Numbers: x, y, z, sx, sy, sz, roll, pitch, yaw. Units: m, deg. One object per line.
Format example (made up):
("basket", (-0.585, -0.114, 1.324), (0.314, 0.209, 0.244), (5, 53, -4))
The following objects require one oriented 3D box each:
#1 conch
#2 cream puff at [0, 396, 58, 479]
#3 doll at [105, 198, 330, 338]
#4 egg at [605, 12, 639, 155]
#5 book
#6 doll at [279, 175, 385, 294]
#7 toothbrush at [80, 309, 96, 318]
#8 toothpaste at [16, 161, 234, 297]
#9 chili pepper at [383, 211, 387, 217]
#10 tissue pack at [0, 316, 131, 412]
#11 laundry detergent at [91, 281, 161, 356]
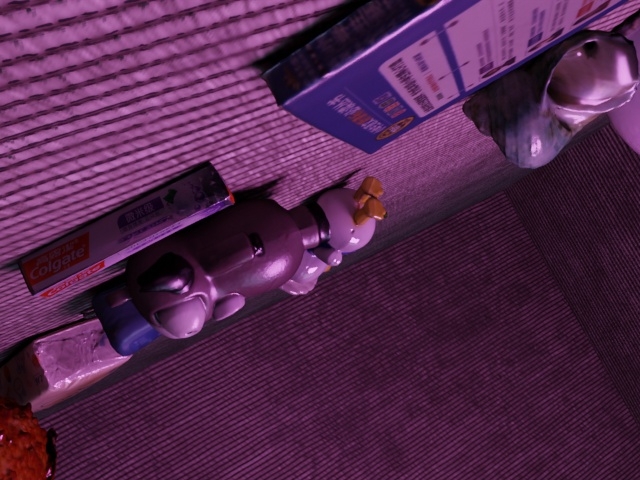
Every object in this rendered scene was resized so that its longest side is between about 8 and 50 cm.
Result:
("conch", (0.286, -0.178, 0.812), (0.188, 0.122, 0.176), (-30, 153, 0))
("cream puff", (-0.495, 0.289, 0.746), (0.350, 0.228, 0.350), (-23, -162, 8))
("doll", (-0.119, 0.027, 0.749), (0.257, 0.117, 0.182), (-28, 179, -23))
("egg", (0.631, -0.219, 0.956), (0.354, 0.340, 0.354), (-27, 175, -2))
("book", (0.182, -0.204, 0.522), (0.428, 0.039, 0.300), (-30, 173, 14))
("doll", (0.000, 0.000, 1.036), (0.119, 0.138, 0.293), (24, 140, -27))
("toothbrush", (-0.238, 0.071, 1.020), (0.294, 0.028, 0.026), (-16, 166, -40))
("toothpaste", (-0.174, -0.008, 0.590), (0.196, 0.040, 0.047), (-27, 171, -2))
("chili pepper", (0.124, -0.056, 1.513), (0.091, 0.034, 0.030), (-24, -154, -35))
("tissue pack", (-0.408, 0.200, 1.006), (0.196, 0.092, 0.148), (-34, 171, 38))
("laundry detergent", (-0.161, 0.056, 0.896), (0.290, 0.094, 0.143), (-26, 170, -12))
